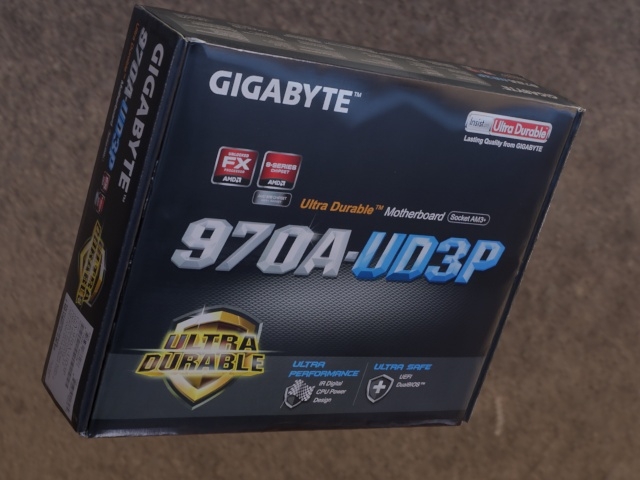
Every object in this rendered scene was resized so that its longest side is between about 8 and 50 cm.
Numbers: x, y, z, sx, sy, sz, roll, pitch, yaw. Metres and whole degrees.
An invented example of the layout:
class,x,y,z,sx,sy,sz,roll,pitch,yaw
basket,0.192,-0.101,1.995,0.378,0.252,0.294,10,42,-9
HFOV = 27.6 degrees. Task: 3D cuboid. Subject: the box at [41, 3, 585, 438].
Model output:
class,x,y,z,sx,sy,sz,roll,pitch,yaw
box,0.000,0.000,0.588,0.220,0.051,0.175,5,111,-36
